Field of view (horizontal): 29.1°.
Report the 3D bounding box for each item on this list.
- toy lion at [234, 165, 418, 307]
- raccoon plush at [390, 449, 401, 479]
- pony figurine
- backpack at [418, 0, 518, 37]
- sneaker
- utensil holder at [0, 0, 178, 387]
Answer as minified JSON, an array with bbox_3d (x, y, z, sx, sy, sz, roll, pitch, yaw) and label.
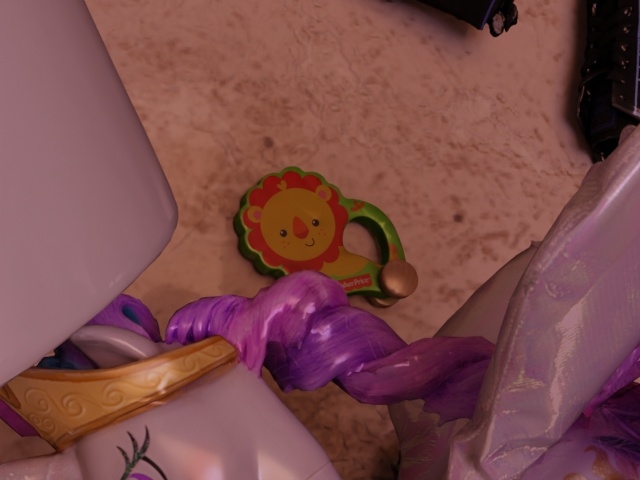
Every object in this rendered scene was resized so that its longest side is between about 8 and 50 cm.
[{"bbox_3d":[0.000,0.000,0.752,0.100,0.034,0.096,-11,78,-23],"label":"toy lion"},{"bbox_3d":[0.088,0.295,0.625,0.299,0.216,0.446,-32,93,-27],"label":"raccoon plush"},{"bbox_3d":[0.086,0.099,0.442,0.351,0.303,0.363,-36,80,-15],"label":"pony figurine"},{"bbox_3d":[0.103,-0.244,0.770,0.116,0.158,0.173,20,59,1],"label":"backpack"},{"bbox_3d":[0.212,-0.118,0.827,0.090,0.081,0.232,-14,87,-30],"label":"sneaker"},{"bbox_3d":[-0.266,-0.106,0.386,0.327,0.327,0.386,-31,104,-23],"label":"utensil holder"}]
